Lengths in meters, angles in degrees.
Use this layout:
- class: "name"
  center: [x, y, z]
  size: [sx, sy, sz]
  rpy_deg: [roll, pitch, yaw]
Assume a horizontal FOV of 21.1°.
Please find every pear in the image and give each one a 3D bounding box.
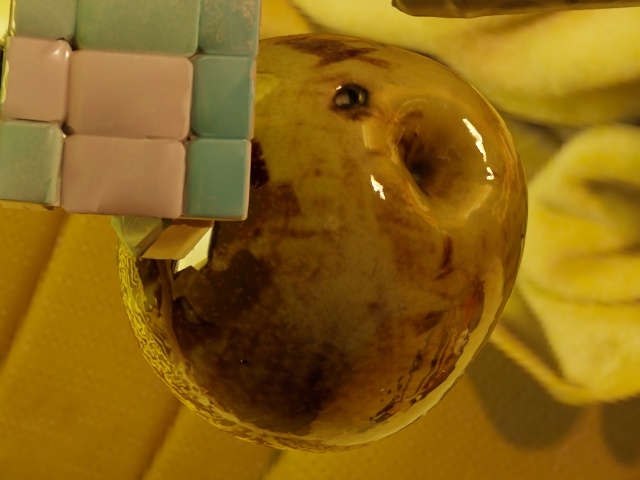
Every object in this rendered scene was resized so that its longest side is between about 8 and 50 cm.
- class: "pear"
  center: [0.000, 0.000, 1.120]
  size: [0.284, 0.283, 0.283]
  rpy_deg: [14, 163, 4]

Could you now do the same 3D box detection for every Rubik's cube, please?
- class: "Rubik's cube"
  center: [-0.056, -0.038, 0.435]
  size: [0.084, 0.075, 0.073]
  rpy_deg: [20, 180, -10]

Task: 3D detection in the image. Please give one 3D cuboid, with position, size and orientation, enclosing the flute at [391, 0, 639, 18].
- class: "flute"
  center: [0.119, -0.050, 0.284]
  size: [0.233, 0.027, 0.027]
  rpy_deg: [1, 158, 24]
